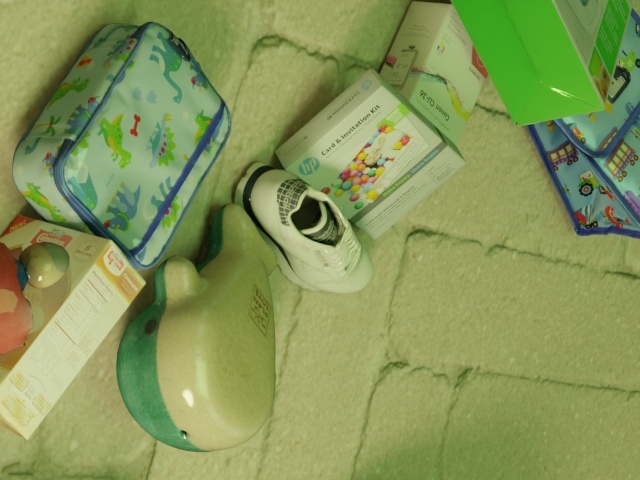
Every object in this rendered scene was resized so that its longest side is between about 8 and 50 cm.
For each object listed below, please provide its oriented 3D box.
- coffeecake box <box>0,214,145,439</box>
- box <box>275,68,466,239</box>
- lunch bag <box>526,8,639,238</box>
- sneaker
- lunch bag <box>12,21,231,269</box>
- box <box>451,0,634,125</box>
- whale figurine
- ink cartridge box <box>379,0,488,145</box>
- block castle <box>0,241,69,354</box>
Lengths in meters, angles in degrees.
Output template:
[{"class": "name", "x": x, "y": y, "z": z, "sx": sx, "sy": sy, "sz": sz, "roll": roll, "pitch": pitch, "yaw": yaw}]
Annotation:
[{"class": "coffeecake box", "x": -0.275, "y": 0.076, "z": 1.510, "sx": 0.185, "sy": 0.142, "sz": 0.068, "roll": -55, "pitch": 134, "yaw": -23}, {"class": "box", "x": 0.060, "y": -0.095, "z": 1.853, "sx": 0.145, "sy": 0.038, "sz": 0.186, "roll": -40, "pitch": 136, "yaw": 12}, {"class": "lunch bag", "x": 0.378, "y": -0.182, "z": 2.186, "sx": 0.221, "sy": 0.138, "sz": 0.293, "roll": -52, "pitch": 120, "yaw": -24}, {"class": "sneaker", "x": 0.000, "y": 0.000, "z": 1.825, "sx": 0.235, "sy": 0.094, "sz": 0.090, "roll": 40, "pitch": 69, "yaw": -46}, {"class": "lunch bag", "x": -0.185, "y": -0.092, "z": 1.591, "sx": 0.176, "sy": 0.090, "sz": 0.219, "roll": 55, "pitch": 52, "yaw": -39}, {"class": "box", "x": 0.259, "y": -0.313, "z": 1.950, "sx": 0.262, "sy": 0.126, "sz": 0.231, "roll": 58, "pitch": 40, "yaw": -34}, {"class": "whale figurine", "x": -0.125, "y": 0.092, "z": 1.711, "sx": 0.216, "sy": 0.141, "sz": 0.272, "roll": 54, "pitch": 37, "yaw": -41}, {"class": "ink cartridge box", "x": 0.123, "y": -0.169, "z": 1.933, "sx": 0.115, "sy": 0.067, "sz": 0.198, "roll": 37, "pitch": 72, "yaw": -46}, {"class": "block castle", "x": -0.370, "y": -0.084, "z": 1.141, "sx": 0.212, "sy": 0.453, "sz": 0.303, "roll": -23, "pitch": 115, "yaw": -33}]
